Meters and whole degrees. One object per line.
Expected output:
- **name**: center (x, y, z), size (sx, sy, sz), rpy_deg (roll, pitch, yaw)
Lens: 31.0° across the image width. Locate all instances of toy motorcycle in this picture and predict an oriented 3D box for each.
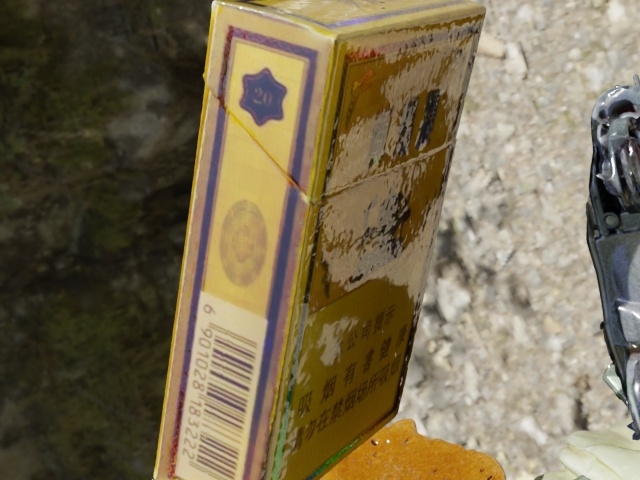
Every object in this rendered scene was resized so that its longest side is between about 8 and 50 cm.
- **toy motorcycle**: center (0.223, 0.019, 0.719), size (0.091, 0.157, 0.263), rpy_deg (-11, 110, 28)

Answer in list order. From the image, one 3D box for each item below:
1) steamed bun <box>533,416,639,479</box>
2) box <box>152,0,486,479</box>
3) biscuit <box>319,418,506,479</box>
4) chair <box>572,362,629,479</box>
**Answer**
- **steamed bun**: center (0.334, 0.374, 1.181), size (0.347, 0.237, 0.394), rpy_deg (21, 119, 43)
- **box**: center (0.000, 0.000, 0.708), size (0.084, 0.193, 0.301), rpy_deg (21, 114, 24)
- **biscuit**: center (0.061, 0.265, 1.236), size (0.280, 0.183, 0.043), rpy_deg (-8, 123, 17)
- **chair**: center (0.363, 0.199, 0.931), size (0.274, 0.203, 0.190), rpy_deg (49, 154, 46)
